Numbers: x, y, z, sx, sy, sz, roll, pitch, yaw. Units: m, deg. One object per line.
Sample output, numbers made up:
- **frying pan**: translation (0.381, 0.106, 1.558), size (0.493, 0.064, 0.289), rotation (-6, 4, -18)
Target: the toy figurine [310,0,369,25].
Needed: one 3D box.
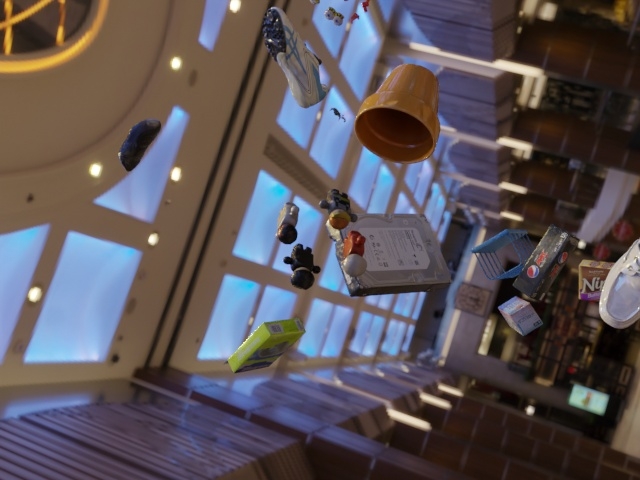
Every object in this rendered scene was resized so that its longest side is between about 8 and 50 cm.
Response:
- **toy figurine**: translation (0.007, -0.792, 2.157), size (0.191, 0.362, 0.217), rotation (-45, 2, 3)

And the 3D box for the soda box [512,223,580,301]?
- **soda box**: translation (0.511, 0.051, 1.748), size (0.053, 0.060, 0.168), rotation (21, -76, -43)

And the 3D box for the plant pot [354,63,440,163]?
- **plant pot**: translation (0.208, -0.324, 1.895), size (0.205, 0.205, 0.187), rotation (82, -154, -57)

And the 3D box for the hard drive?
- **hard drive**: translation (0.195, 0.034, 2.161), size (0.339, 0.236, 0.064), rotation (0, -30, -35)

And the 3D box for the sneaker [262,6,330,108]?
- **sneaker**: translation (-0.050, -0.388, 1.613), size (0.086, 0.085, 0.237), rotation (-41, -48, -17)

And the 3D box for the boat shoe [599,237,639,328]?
- **boat shoe**: translation (0.636, 0.044, 1.500), size (0.277, 0.098, 0.096), rotation (-58, -16, -2)

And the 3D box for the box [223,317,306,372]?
- **box**: translation (-0.126, 0.238, 1.713), size (0.109, 0.042, 0.178), rotation (-1, -35, -45)

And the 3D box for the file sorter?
- **file sorter**: translation (0.515, 0.041, 2.125), size (0.118, 0.104, 0.170), rotation (-34, -17, 27)

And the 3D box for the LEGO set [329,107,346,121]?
- **LEGO set**: translation (0.061, -0.426, 2.580), size (0.023, 0.054, 0.083), rotation (-35, -15, 26)

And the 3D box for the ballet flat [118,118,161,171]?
- **ballet flat**: translation (-0.406, -0.220, 1.728), size (0.173, 0.058, 0.049), rotation (-67, -12, -47)

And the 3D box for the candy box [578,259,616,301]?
- **candy box**: translation (0.833, 0.121, 2.190), size (0.053, 0.187, 0.109), rotation (-34, -57, -51)

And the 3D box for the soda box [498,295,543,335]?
- **soda box**: translation (0.492, 0.185, 1.907), size (0.058, 0.063, 0.183), rotation (-33, -1, 5)

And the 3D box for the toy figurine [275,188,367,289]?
- **toy figurine**: translation (0.000, 0.000, 1.875), size (0.148, 0.213, 0.209), rotation (-91, -14, -55)
